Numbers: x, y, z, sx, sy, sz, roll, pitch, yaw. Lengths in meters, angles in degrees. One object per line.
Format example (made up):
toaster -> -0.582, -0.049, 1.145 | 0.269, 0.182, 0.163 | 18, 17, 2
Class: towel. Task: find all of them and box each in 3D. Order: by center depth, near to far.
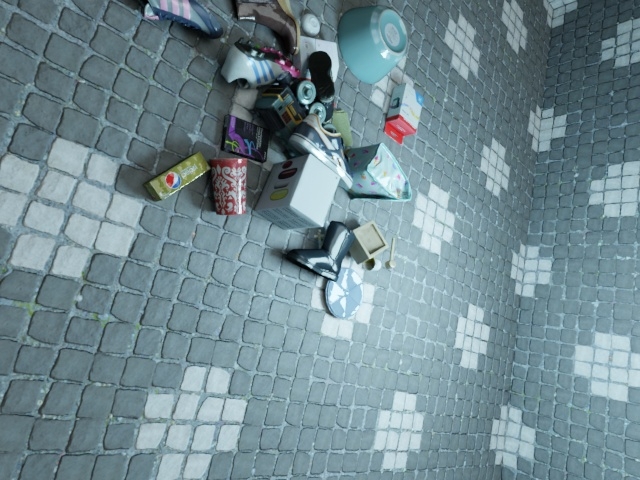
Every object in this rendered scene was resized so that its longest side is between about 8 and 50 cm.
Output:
towel -> 0.076, -0.437, 1.681 | 0.110, 0.027, 0.147 | -21, 101, -40

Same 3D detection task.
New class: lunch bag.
lunch bag -> 0.206, -0.235, 1.657 | 0.262, 0.224, 0.160 | 41, 69, -34

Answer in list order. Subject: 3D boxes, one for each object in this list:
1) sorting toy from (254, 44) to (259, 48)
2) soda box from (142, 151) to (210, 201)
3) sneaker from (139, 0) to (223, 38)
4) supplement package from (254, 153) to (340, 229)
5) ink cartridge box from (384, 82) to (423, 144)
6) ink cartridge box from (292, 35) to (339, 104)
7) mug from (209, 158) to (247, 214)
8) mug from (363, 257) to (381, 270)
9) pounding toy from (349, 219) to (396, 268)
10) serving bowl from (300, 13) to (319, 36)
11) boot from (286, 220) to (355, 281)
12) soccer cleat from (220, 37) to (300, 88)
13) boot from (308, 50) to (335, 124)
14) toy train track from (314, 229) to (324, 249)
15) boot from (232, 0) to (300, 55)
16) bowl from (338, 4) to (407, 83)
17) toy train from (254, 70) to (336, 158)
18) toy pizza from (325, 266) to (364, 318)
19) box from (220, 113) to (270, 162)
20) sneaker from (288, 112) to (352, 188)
sorting toy -> -0.229, -0.628, 1.436 | 0.083, 0.012, 0.061 | -41, 116, -34
soda box -> -0.412, -0.186, 1.233 | 0.181, 0.058, 0.061 | -44, 116, -33
sneaker -> -0.435, -0.660, 1.216 | 0.319, 0.112, 0.130 | 30, 86, -33
supplement package -> -0.078, -0.156, 1.423 | 0.149, 0.203, 0.194 | 33, 67, -35
ink cartridge box -> 0.372, -0.561, 1.906 | 0.134, 0.078, 0.230 | 24, 74, -38
ink cartridge box -> -0.010, -0.629, 1.598 | 0.189, 0.066, 0.231 | -12, 92, -41
mug -> -0.265, -0.168, 1.321 | 0.150, 0.113, 0.169 | -10, 103, -45
mug -> 0.221, 0.091, 1.767 | 0.064, 0.062, 0.077 | 13, 88, -48
pounding toy -> 0.214, 0.033, 1.710 | 0.181, 0.094, 0.205 | -28, 86, -38
serving bowl -> -0.033, -0.810, 1.600 | 0.084, 0.027, 0.083 | 1, 89, -41
boot -> 0.007, 0.018, 1.545 | 0.247, 0.094, 0.207 | 28, 78, -36
soccer cleat -> -0.198, -0.564, 1.412 | 0.116, 0.143, 0.331 | 51, 29, 14
boot -> 0.003, -0.547, 1.553 | 0.086, 0.178, 0.236 | -7, 65, -4
toy train track -> 0.000, 0.000, 1.609 | 0.048, 0.014, 0.083 | -4, 92, -41
boot -> -0.187, -0.748, 1.449 | 0.207, 0.090, 0.248 | -20, 103, -27
bowl -> 0.238, -0.823, 1.746 | 0.312, 0.163, 0.310 | 3, 86, -40
toy train -> -0.078, -0.401, 1.466 | 0.190, 0.142, 0.333 | -49, 133, -16
toy pizza -> 0.092, 0.204, 1.669 | 0.202, 0.032, 0.200 | 3, 86, -40
box -> -0.243, -0.332, 1.402 | 0.162, 0.029, 0.115 | 11, 81, -41
sneaker -> 0.034, -0.295, 1.437 | 0.321, 0.126, 0.127 | 38, 79, -50
